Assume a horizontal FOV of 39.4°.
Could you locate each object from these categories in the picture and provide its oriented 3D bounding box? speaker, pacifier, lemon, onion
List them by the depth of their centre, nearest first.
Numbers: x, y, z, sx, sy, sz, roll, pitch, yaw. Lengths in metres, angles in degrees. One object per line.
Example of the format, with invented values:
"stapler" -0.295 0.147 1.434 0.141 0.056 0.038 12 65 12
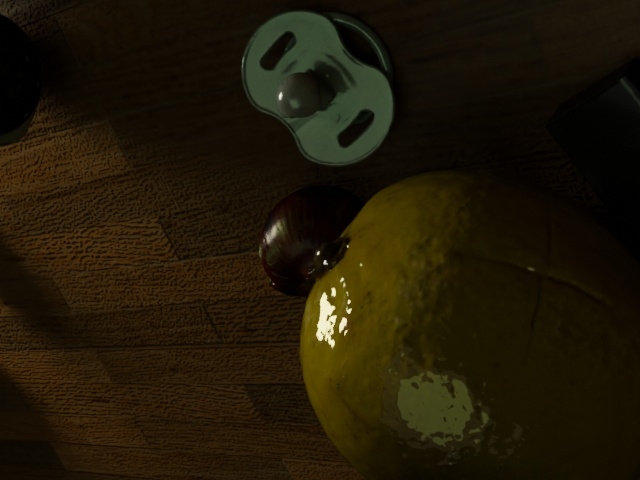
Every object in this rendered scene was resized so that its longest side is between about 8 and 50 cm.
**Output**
"speaker" 0.276 -0.033 0.701 0.082 0.044 0.218 -31 101 43
"lemon" 0.132 0.087 0.725 0.297 0.297 0.297 17 130 22
"pacifier" -0.002 -0.132 0.768 0.127 0.116 0.150 -38 94 18
"onion" 0.000 0.000 0.861 0.117 0.119 0.119 1 130 -11

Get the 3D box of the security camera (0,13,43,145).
"security camera" -0.413 -0.215 0.931 0.191 0.197 0.277 0 128 44
